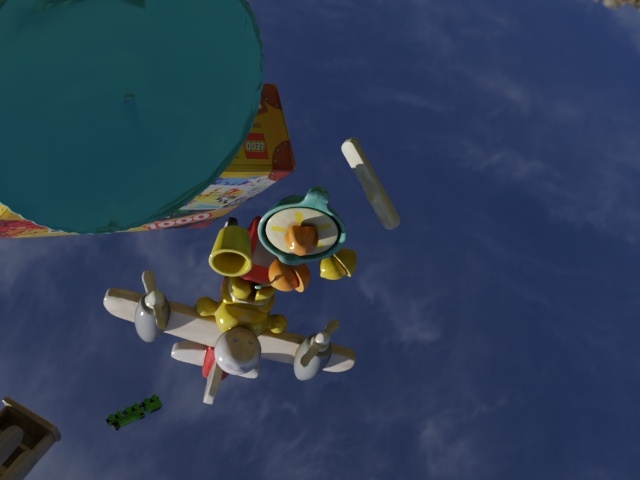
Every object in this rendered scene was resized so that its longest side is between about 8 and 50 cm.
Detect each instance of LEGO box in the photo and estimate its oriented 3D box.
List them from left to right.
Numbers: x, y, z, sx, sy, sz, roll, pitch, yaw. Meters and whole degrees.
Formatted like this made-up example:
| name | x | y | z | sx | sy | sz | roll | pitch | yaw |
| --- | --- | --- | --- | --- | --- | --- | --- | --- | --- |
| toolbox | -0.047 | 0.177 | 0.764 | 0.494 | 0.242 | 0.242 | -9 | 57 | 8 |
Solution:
| name | x | y | z | sx | sy | sz | roll | pitch | yaw |
| --- | --- | --- | --- | --- | --- | --- | --- | --- | --- |
| LEGO box | -0.365 | -0.155 | 1.441 | 0.500 | 0.372 | 0.193 | -5 | -104 | -39 |

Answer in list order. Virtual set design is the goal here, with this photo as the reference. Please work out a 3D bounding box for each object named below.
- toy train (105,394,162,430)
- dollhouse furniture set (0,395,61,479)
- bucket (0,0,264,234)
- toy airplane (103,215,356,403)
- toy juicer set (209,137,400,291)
| name | x | y | z | sx | sy | sz | roll | pitch | yaw |
| --- | --- | --- | --- | --- | --- | --- | --- | --- | --- |
| toy train | -0.256 | 0.237 | 1.033 | 0.083 | 0.017 | 0.023 | -21 | -111 | -40 |
| dollhouse furniture set | -0.500 | 0.275 | 1.099 | 0.212 | 0.242 | 0.161 | 25 | -127 | 16 |
| bucket | -0.194 | -0.152 | 0.610 | 0.281 | 0.281 | 0.183 | -20 | -135 | -28 |
| toy airplane | -0.169 | 0.177 | 1.457 | 0.386 | 0.384 | 0.272 | -23 | -153 | 8 |
| toy juicer set | 0.000 | 0.000 | 1.161 | 0.209 | 0.329 | 0.089 | 34 | -140 | -31 |
